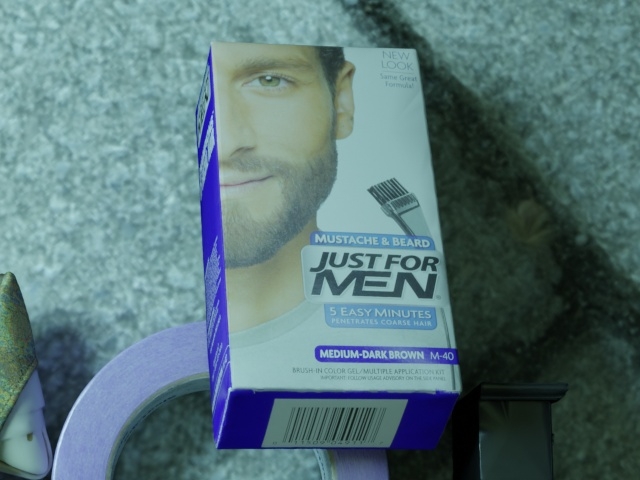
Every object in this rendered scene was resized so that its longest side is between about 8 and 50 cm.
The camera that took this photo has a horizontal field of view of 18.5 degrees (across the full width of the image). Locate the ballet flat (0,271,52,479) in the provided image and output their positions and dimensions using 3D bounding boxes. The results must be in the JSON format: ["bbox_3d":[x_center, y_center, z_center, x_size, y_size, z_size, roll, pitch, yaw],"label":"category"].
[{"bbox_3d":[-0.284,0.202,1.602,0.123,0.123,0.348,21,81,0],"label":"ballet flat"}]

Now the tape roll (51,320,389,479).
[{"bbox_3d":[-0.084,0.207,1.629,0.275,0.090,0.274,1,77,-5],"label":"tape roll"}]

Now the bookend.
[{"bbox_3d":[0.156,0.203,1.618,0.072,0.157,0.156,1,77,-5],"label":"bookend"}]

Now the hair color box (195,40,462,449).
[{"bbox_3d":[0.000,0.000,1.611,0.185,0.110,0.338,1,55,-11],"label":"hair color box"}]
